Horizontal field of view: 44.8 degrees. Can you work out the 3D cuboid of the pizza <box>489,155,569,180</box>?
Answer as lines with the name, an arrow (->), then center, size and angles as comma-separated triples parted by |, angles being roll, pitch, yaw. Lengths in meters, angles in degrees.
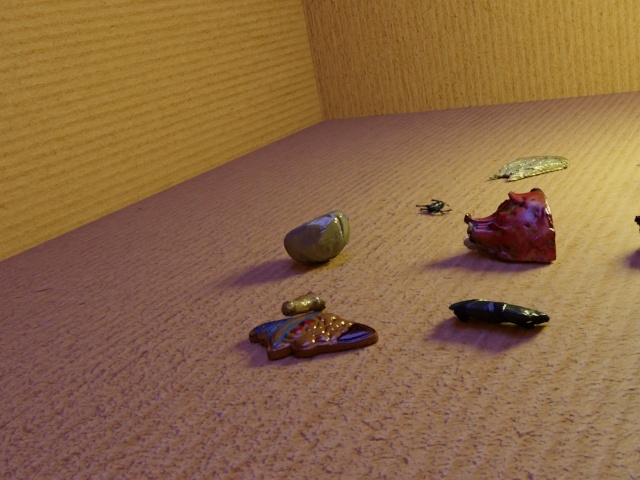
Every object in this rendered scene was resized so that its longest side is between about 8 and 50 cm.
pizza -> 0.660, -0.237, 2.498 | 0.262, 0.034, 0.181 | -16, 18, -18

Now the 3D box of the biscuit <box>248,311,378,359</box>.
biscuit -> -0.019, 0.185, 1.533 | 0.280, 0.043, 0.183 | -5, 20, 29

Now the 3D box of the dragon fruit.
dragon fruit -> 0.437, -0.039, 1.815 | 0.211, 0.134, 0.262 | -12, 16, 6

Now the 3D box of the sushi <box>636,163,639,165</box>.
sushi -> 1.168, -0.302, 2.288 | 0.373, 0.100, 0.296 | -19, 18, -25

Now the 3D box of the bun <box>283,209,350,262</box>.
bun -> 0.000, 0.000, 1.984 | 0.173, 0.113, 0.166 | -27, -2, 38

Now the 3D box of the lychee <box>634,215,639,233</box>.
lychee -> 0.739, -0.035, 1.653 | 0.129, 0.123, 0.123 | 28, 32, 18

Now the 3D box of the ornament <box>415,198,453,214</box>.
ornament -> 0.341, -0.098, 2.248 | 0.073, 0.028, 0.125 | -20, 17, -29

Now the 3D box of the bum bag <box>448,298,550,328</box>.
bum bag -> 0.328, 0.138, 1.453 | 0.197, 0.049, 0.087 | 4, -2, 42

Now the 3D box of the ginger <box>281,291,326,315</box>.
ginger -> -0.039, 0.136, 1.639 | 0.057, 0.044, 0.137 | 4, 8, 38
